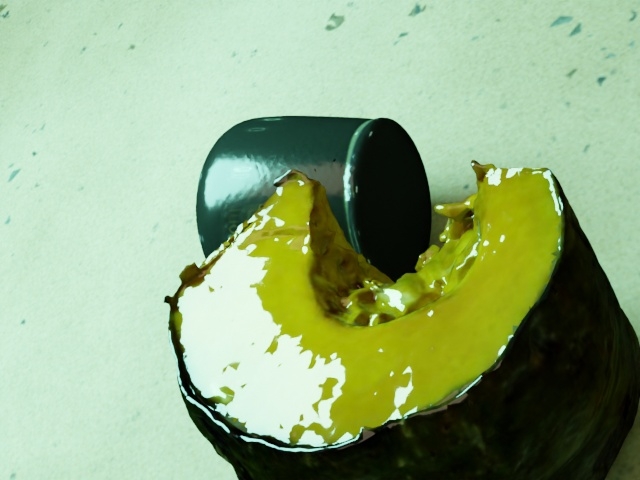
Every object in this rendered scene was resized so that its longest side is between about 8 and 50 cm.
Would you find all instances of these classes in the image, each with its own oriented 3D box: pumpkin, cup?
[{"bbox_3d":[0.060,0.096,0.836,0.303,0.225,0.256,0,55,39],"label":"pumpkin"},{"bbox_3d":[0.000,0.000,1.030,0.176,0.169,0.223,-5,89,26],"label":"cup"}]
